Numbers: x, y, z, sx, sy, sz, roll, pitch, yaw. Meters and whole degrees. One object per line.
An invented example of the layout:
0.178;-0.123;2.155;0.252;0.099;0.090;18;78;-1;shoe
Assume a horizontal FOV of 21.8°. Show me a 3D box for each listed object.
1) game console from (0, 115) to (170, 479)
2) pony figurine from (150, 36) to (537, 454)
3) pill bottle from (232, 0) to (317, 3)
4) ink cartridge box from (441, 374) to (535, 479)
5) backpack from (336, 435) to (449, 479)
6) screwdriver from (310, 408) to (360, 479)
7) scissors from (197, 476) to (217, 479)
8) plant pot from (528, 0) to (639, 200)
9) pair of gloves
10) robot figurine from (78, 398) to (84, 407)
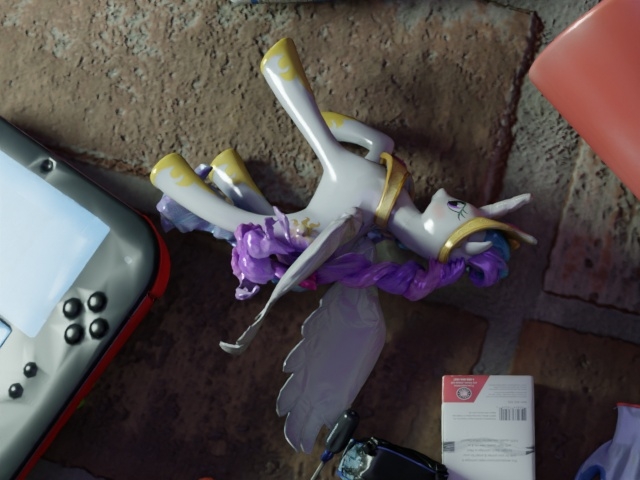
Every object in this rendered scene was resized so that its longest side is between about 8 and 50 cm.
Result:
-0.381;0.049;1.812;0.386;0.060;0.342;34;82;27;game console
0.000;0.000;1.753;0.363;0.303;0.351;37;75;26;pony figurine
-0.048;-0.329;1.872;0.222;0.124;0.124;-1;79;4;pill bottle
0.179;0.214;1.780;0.099;0.056;0.135;0;78;5;ink cartridge box
0.068;0.253;1.751;0.105;0.114;0.084;23;87;-12;backpack
-0.004;0.242;1.769;0.025;0.024;0.170;49;124;24;screwdriver
-0.159;0.401;1.786;0.109;0.021;0.297;5;91;-22;scissors
0.394;-0.148;1.734;0.275;0.275;0.243;-31;82;-2;plant pot
0.371;0.257;1.773;0.198;0.023;0.159;12;80;6;pair of gloves
-0.307;0.142;1.830;0.115;0.067;0.101;33;103;10;robot figurine
